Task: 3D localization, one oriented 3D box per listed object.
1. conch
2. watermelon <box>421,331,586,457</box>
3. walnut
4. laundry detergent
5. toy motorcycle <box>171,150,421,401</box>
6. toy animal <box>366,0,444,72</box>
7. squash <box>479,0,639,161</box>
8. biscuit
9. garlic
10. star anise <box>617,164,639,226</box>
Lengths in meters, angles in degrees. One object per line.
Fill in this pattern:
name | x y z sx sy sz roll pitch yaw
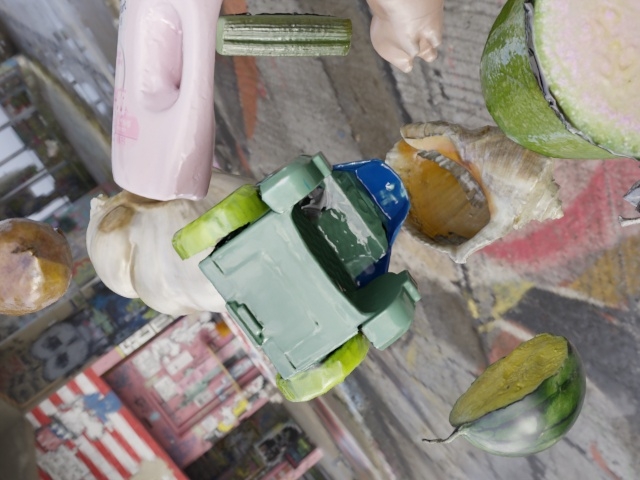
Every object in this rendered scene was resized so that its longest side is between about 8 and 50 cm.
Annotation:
conch | 0.297 -0.096 1.478 0.352 0.297 0.210 29 173 42
watermelon | 0.292 0.239 1.099 0.127 0.232 0.204 52 149 -3
walnut | -0.597 0.049 1.524 0.209 0.209 0.336 56 155 -11
laundry detergent | -0.144 -0.212 0.731 0.159 0.088 0.335 24 112 49
toy motorcycle | 0.000 0.000 0.782 0.191 0.200 0.326 54 -169 -8
toy animal | 0.197 -0.554 1.772 0.269 0.237 0.326 61 170 7
squash | 0.367 -0.251 1.054 0.310 0.310 0.309 54 175 -6
biscuit | -0.080 -0.463 1.718 0.038 0.322 0.099 -122 33 -53
garlic | -0.167 0.021 1.026 0.203 0.281 0.184 65 -177 -49
star anise | 0.648 -0.105 1.378 0.081 0.262 0.230 45 174 -25
